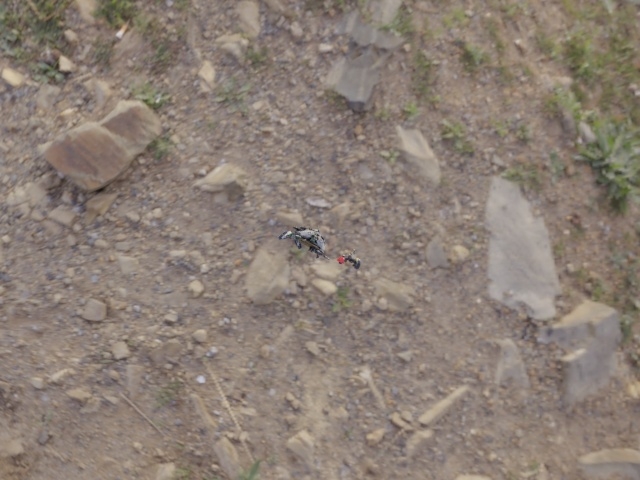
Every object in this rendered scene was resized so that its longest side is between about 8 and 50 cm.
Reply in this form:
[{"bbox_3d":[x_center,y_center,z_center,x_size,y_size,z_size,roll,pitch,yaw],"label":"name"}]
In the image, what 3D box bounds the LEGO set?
[{"bbox_3d":[0.001,0.001,0.731,0.083,0.054,0.023,22,76,5],"label":"LEGO set"}]
